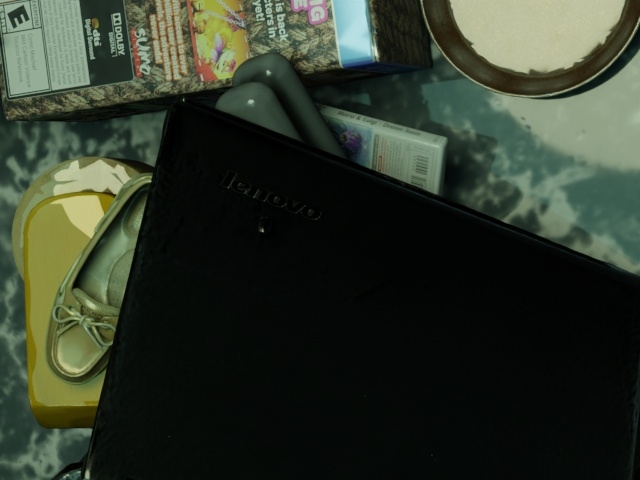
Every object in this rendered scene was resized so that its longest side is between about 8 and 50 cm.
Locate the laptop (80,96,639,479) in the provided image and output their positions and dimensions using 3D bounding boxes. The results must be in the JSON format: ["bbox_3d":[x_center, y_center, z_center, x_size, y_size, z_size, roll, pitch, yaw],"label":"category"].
[{"bbox_3d":[-0.009,0.186,1.271,0.382,0.236,0.408,21,119,-20],"label":"laptop"}]

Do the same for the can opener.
[{"bbox_3d":[0.000,0.000,1.321,0.093,0.074,0.280,-11,123,26],"label":"can opener"}]

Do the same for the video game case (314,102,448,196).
[{"bbox_3d":[0.019,-0.024,1.380,0.143,0.019,0.157,16,126,17],"label":"video game case"}]

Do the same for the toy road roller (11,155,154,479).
[{"bbox_3d":[-0.084,0.098,1.371,0.240,0.202,0.330,-5,92,4],"label":"toy road roller"}]

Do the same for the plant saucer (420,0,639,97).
[{"bbox_3d":[0.155,-0.187,1.356,0.168,0.029,0.168,1,92,19],"label":"plant saucer"}]

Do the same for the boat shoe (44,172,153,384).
[{"bbox_3d":[-0.141,0.025,1.245,0.056,0.048,0.153,30,93,2],"label":"boat shoe"}]

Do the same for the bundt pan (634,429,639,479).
[{"bbox_3d":[0.355,0.200,1.261,0.330,0.124,0.331,1,94,18],"label":"bundt pan"}]

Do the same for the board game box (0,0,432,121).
[{"bbox_3d":[-0.088,-0.220,1.376,0.291,0.141,0.232,-7,91,19],"label":"board game box"}]
